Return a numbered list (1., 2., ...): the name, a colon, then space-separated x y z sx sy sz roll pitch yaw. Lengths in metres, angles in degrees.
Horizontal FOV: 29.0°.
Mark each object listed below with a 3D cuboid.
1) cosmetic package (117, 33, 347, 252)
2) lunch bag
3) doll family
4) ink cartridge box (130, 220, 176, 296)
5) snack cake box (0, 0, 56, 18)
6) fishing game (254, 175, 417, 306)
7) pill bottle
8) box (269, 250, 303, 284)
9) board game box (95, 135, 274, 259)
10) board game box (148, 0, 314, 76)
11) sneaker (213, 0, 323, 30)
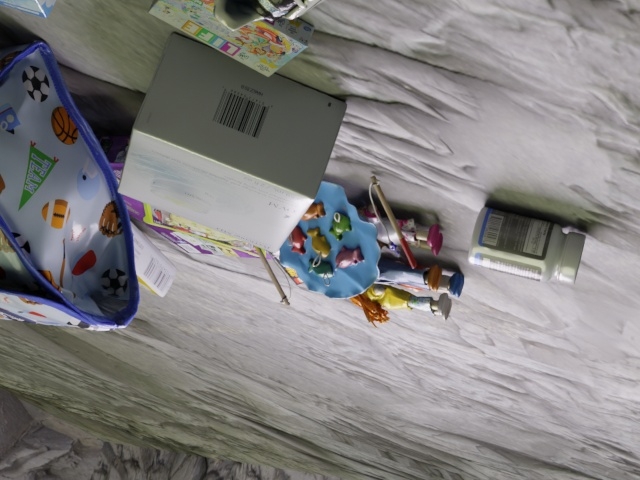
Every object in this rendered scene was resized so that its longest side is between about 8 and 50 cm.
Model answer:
1. cosmetic package: -0.115 -0.110 1.513 0.224 0.138 0.224 21 160 -7
2. lunch bag: -0.441 -0.038 1.663 0.328 0.239 0.385 2 128 42
3. doll family: 0.095 0.052 1.763 0.163 0.118 0.263 10 158 22
4. ink cartridge box: -0.418 -0.029 1.979 0.307 0.072 0.303 17 165 20
5. snack cake box: -0.391 -0.329 1.234 0.264 0.089 0.152 18 162 13
6. fishing game: 0.000 0.000 1.693 0.264 0.041 0.189 -14 106 41
7. pill bottle: 0.263 0.009 1.573 0.137 0.078 0.078 14 159 12
8. box: -0.018 0.015 1.838 0.094 0.027 0.137 -19 149 12
9. board game box: -0.209 -0.059 1.812 0.208 0.056 0.347 9 162 35
10. board game box: -0.097 -0.237 1.329 0.154 0.026 0.103 26 158 -19
11. sneaker: -0.013 -0.248 1.151 0.085 0.086 0.237 34 153 -32
